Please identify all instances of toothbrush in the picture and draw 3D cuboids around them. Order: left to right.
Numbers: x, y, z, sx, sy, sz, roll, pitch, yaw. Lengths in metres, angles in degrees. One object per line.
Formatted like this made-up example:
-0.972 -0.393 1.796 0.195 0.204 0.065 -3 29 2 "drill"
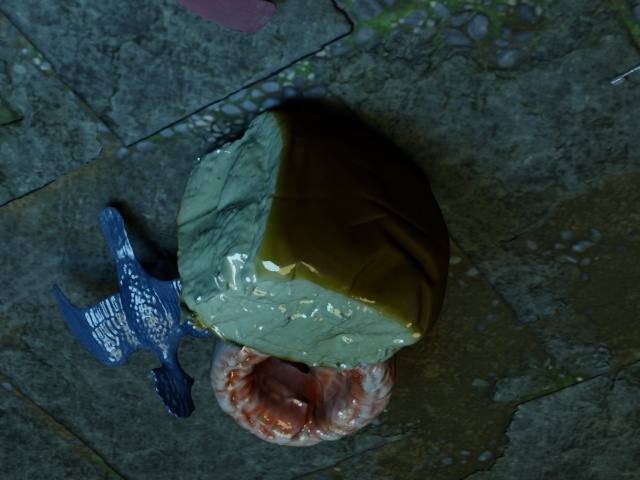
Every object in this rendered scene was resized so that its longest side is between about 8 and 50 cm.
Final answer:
0.363 -0.196 1.588 0.097 0.006 0.008 -29 130 28 "toothbrush"

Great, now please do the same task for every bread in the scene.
0.000 0.000 1.642 0.279 0.250 0.225 22 139 -28 "bread"

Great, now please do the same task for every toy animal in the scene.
-0.205 0.083 1.767 0.239 0.176 0.255 -23 119 16 "toy animal"

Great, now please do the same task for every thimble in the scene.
-0.018 0.137 1.836 0.239 0.162 0.239 0 133 0 "thimble"

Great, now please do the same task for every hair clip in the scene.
-0.112 -0.255 1.493 0.137 0.022 0.054 26 137 -21 "hair clip"
